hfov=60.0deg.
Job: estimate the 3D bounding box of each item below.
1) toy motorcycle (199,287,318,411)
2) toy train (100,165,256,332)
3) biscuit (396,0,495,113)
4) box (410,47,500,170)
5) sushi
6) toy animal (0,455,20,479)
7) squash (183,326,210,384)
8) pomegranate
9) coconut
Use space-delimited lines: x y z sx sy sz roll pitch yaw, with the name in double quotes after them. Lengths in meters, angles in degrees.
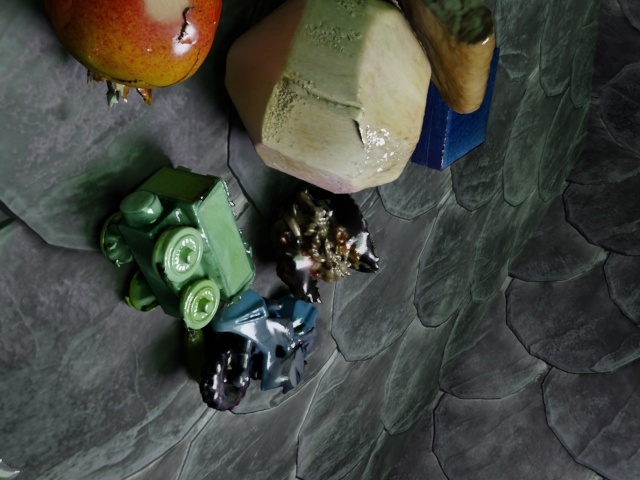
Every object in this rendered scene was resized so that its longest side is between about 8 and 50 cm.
-0.108 0.182 1.150 0.416 0.172 0.232 -16 108 -60 "toy motorcycle"
-0.225 0.018 0.903 0.188 0.159 0.272 -53 145 -36 "toy train"
0.178 -0.432 1.015 0.104 0.429 0.446 -30 168 9 "biscuit"
0.365 -0.369 1.515 0.261 0.116 0.279 -33 133 -41 "box"
-0.005 0.003 1.157 0.218 0.225 0.239 -33 99 -4 "sushi"
-0.522 0.201 0.663 0.205 0.081 0.367 -26 121 -39 "toy animal"
-0.239 0.228 1.092 0.052 0.052 0.183 -40 140 -34 "squash"
-0.225 -0.281 0.677 0.210 0.210 0.235 -24 152 -46 "pomegranate"
0.011 -0.257 0.934 0.352 0.352 0.353 -31 133 -41 "coconut"
